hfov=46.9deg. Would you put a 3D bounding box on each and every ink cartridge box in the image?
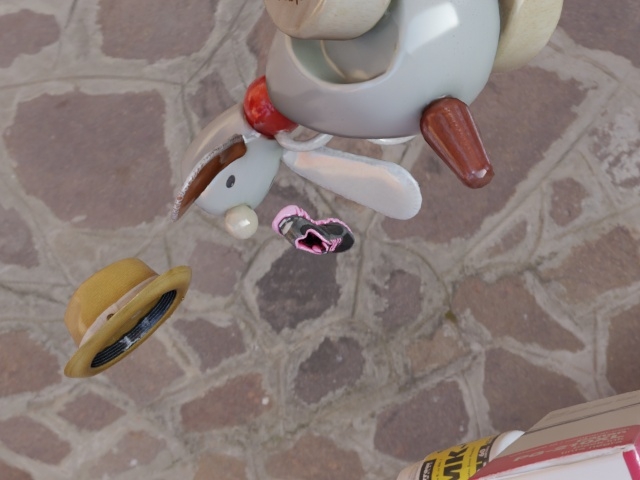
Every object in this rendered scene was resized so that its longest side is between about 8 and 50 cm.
[{"bbox_3d":[0.194,0.196,0.459,0.100,0.237,0.171,-24,77,26],"label":"ink cartridge box"}]

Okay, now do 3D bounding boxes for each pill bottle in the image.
[{"bbox_3d":[0.207,0.341,1.017,0.119,0.119,0.208,43,136,-13],"label":"pill bottle"}]

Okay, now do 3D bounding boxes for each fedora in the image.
[{"bbox_3d":[-0.247,0.082,0.896,0.079,0.194,0.194,45,110,10],"label":"fedora"}]

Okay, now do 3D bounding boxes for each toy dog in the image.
[{"bbox_3d":[0.013,-0.064,0.459,0.220,0.333,0.160,-8,73,-11],"label":"toy dog"}]

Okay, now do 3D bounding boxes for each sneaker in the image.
[{"bbox_3d":[0.000,0.000,0.845,0.119,0.057,0.047,14,115,-44],"label":"sneaker"}]
